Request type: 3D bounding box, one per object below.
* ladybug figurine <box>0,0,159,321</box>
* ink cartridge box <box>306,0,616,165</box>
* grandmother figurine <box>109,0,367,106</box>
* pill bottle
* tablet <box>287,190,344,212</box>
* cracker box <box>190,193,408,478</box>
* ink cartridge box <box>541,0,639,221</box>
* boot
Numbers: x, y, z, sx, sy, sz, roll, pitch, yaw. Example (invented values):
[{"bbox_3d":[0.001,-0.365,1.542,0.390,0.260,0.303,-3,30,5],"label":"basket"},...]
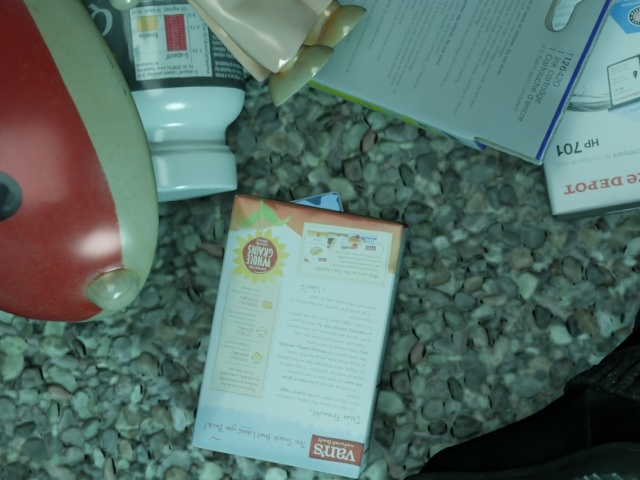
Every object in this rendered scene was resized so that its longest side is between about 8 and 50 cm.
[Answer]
[{"bbox_3d":[-0.303,-0.103,1.594,0.449,0.162,0.305,48,134,28],"label":"ladybug figurine"},{"bbox_3d":[0.136,-0.241,1.616,0.307,0.072,0.303,25,90,31],"label":"ink cartridge box"},{"bbox_3d":[-0.125,-0.264,1.543,0.342,0.208,0.104,44,134,-10],"label":"grandmother figurine"},{"bbox_3d":[-0.152,-0.177,1.659,0.162,0.162,0.278,-6,87,7],"label":"pill bottle"},{"bbox_3d":[0.000,0.000,1.711,0.054,0.006,0.083,-13,87,6],"label":"tablet"},{"bbox_3d":[-0.018,0.085,1.675,0.156,0.067,0.232,11,92,7],"label":"cracker box"},{"bbox_3d":[0.257,-0.122,1.646,0.140,0.082,0.190,-10,85,7],"label":"ink cartridge box"},{"bbox_3d":[0.237,0.150,1.603,0.131,0.348,0.260,46,54,-23],"label":"boot"}]
